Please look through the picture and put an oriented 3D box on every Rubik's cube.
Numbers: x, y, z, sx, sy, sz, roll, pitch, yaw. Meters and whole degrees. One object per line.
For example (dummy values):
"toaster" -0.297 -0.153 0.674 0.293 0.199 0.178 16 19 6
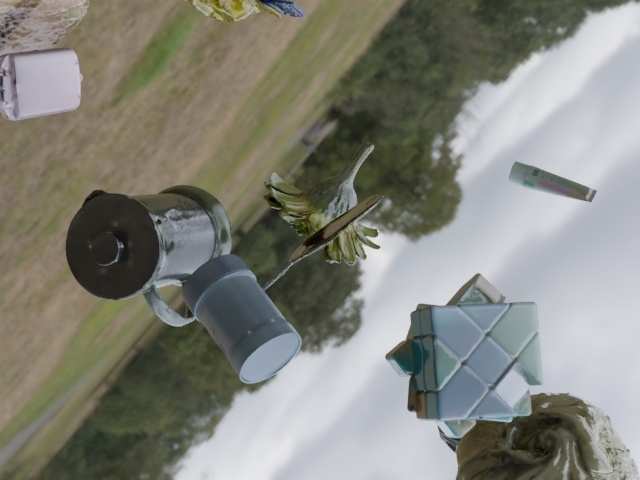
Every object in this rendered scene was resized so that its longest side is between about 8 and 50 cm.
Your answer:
"Rubik's cube" 0.229 0.186 1.739 0.213 0.224 0.265 143 -53 -77

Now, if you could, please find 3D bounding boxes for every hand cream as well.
"hand cream" 0.472 -0.115 2.187 0.076 0.174 0.047 -43 148 -59

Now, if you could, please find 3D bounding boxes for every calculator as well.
"calculator" -0.424 -0.239 1.631 0.175 0.032 0.100 -23 117 -55

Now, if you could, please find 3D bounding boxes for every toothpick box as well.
"toothpick box" -0.109 0.106 1.466 0.101 0.153 0.101 -29 150 -18

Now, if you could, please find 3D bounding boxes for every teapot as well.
"teapot" -0.302 0.029 1.951 0.200 0.271 0.337 -23 177 17

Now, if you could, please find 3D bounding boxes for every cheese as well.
"cheese" -0.146 -0.430 1.934 0.156 0.250 0.064 22 82 -70

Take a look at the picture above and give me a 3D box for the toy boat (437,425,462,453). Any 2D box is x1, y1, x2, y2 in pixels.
"toy boat" 0.334 0.498 2.312 0.067 0.291 0.220 -28 -165 -7

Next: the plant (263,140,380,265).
"plant" 0.001 -0.099 2.569 0.305 0.261 0.297 4 95 -49

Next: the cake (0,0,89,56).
"cake" -0.486 -0.400 1.690 0.293 0.199 0.196 -3 155 -45

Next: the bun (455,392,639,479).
"bun" 0.389 0.419 1.926 0.359 0.211 0.360 -21 -144 16

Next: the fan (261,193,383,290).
"fan" -0.001 -0.001 2.017 0.335 0.011 0.229 -41 -172 -31
